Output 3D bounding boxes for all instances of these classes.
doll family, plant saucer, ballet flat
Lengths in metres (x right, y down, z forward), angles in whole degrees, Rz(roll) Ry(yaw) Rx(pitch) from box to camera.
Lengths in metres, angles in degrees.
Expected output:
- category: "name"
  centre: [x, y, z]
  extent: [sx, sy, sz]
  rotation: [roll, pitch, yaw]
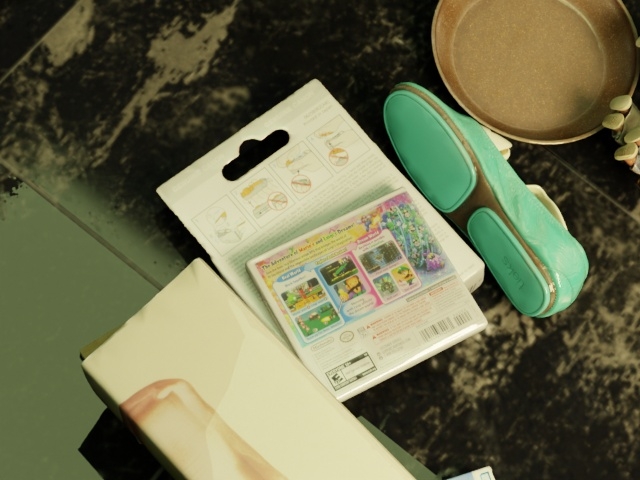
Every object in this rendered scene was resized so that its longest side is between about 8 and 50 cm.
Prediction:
- category: "doll family"
  centre: [0.317, -0.114, 1.510]
  extent: [0.111, 0.076, 0.193]
  rotation: [36, 73, -34]
- category: "plant saucer"
  centre: [0.197, -0.175, 1.548]
  extent: [0.198, 0.036, 0.198]
  rotation: [3, 69, -8]
- category: "ballet flat"
  centre: [0.151, -0.043, 1.480]
  extent: [0.087, 0.083, 0.247]
  rotation: [-25, 75, -41]

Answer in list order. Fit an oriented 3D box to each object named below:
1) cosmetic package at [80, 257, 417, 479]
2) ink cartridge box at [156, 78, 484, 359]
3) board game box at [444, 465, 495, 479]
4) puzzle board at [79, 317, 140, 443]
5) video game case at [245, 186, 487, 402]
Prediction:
- category: "cosmetic package"
  centre: [-0.037, 0.174, 1.296]
  extent: [0.129, 0.153, 0.296]
  rotation: [-42, 75, -11]
- category: "ink cartridge box"
  centre: [0.000, 0.000, 1.451]
  extent: [0.189, 0.066, 0.232]
  rotation: [-36, 71, -18]
- category: "board game box"
  centre: [0.109, 0.301, 1.362]
  extent: [0.136, 0.035, 0.201]
  rotation: [-16, 73, -14]
- category: "puzzle board"
  centre: [-0.125, 0.100, 1.413]
  extent: [0.128, 0.011, 0.096]
  rotation: [-31, 77, -18]
- category: "video game case"
  centre: [0.038, 0.046, 1.396]
  extent: [0.157, 0.019, 0.143]
  rotation: [-26, 72, -15]
